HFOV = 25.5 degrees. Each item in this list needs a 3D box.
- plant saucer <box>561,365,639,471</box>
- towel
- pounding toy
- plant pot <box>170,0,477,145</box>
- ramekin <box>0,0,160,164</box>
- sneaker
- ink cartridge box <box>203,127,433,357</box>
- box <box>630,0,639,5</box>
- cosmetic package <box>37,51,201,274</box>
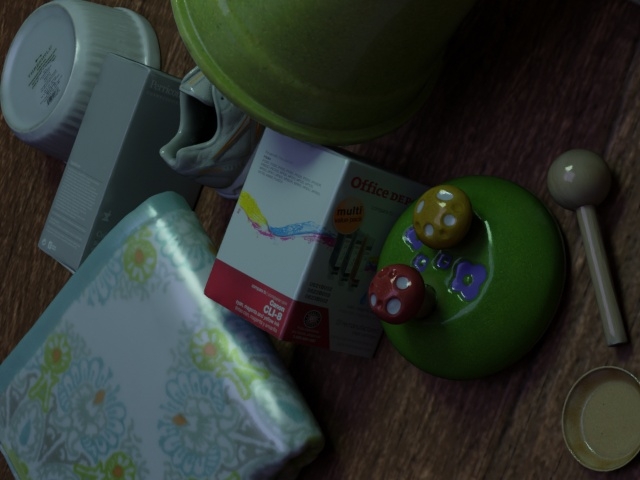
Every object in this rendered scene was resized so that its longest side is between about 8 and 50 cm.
[{"bbox_3d":[0.229,0.142,1.118,0.083,0.015,0.083,-17,65,42],"label":"plant saucer"},{"bbox_3d":[-0.185,0.185,1.456,0.374,0.090,0.320,-48,63,28],"label":"towel"},{"bbox_3d":[0.123,0.015,1.178,0.237,0.110,0.183,-14,67,34],"label":"pounding toy"},{"bbox_3d":[0.043,-0.257,1.195,0.254,0.276,0.276,141,131,-57],"label":"plant pot"},{"bbox_3d":[-0.299,-0.196,1.715,0.207,0.109,0.207,-17,66,42],"label":"ramekin"},{"bbox_3d":[-0.080,-0.173,1.466,0.099,0.121,0.262,26,97,47],"label":"sneaker"},{"bbox_3d":[0.000,0.000,1.321,0.127,0.128,0.176,26,98,46],"label":"ink cartridge box"},{"bbox_3d":[0.260,-0.291,1.163,0.130,0.091,0.170,40,107,45],"label":"box"},{"bbox_3d":[-0.206,-0.075,1.567,0.107,0.127,0.238,30,102,47],"label":"cosmetic package"}]
